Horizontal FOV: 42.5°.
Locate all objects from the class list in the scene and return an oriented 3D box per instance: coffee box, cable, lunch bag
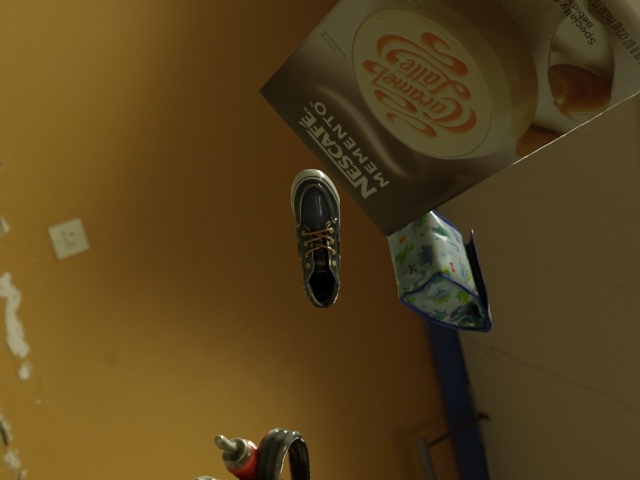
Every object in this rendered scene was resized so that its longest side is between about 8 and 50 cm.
[{"bbox_3d":[0.087,-0.114,0.491,0.141,0.098,0.246,49,-33,-5],"label":"coffee box"},{"bbox_3d":[-0.038,0.261,0.802,0.072,0.139,0.287,21,-16,33],"label":"cable"},{"bbox_3d":[0.175,0.046,1.126,0.096,0.151,0.128,-34,-140,29],"label":"lunch bag"}]

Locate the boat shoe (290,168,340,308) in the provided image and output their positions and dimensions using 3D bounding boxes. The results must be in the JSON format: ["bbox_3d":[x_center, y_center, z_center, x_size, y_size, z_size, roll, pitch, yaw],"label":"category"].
[{"bbox_3d":[0.000,0.000,1.096,0.083,0.065,0.183,-95,177,-55],"label":"boat shoe"}]
